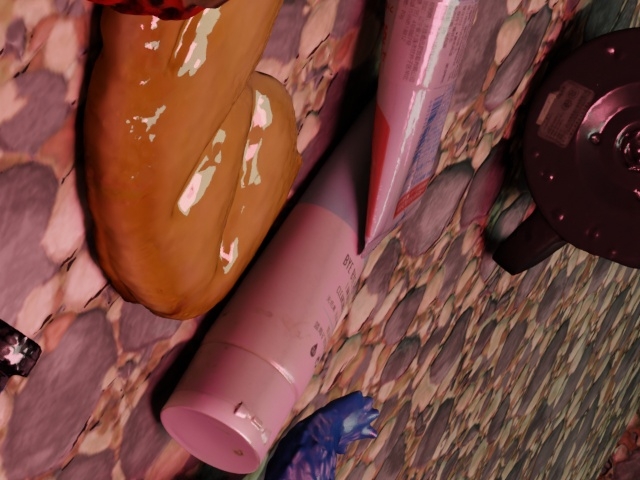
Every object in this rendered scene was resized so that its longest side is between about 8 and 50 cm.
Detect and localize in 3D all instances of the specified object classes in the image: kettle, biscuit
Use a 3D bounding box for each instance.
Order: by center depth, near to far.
[{"bbox_3d":[-0.058,-0.071,0.794,0.154,0.045,0.299,-49,156,-32],"label":"biscuit"},{"bbox_3d":[0.292,-0.060,1.483,0.271,0.207,0.250,-8,117,-76],"label":"kettle"}]

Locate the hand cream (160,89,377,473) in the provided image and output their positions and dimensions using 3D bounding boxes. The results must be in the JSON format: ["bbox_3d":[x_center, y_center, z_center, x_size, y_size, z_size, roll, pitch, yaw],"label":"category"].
[{"bbox_3d":[0.000,0.000,1.036,0.111,0.070,0.312,86,28,-53],"label":"hand cream"}]

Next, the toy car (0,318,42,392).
[{"bbox_3d":[-0.170,0.040,0.607,0.080,0.070,0.170,-59,162,-12],"label":"toy car"}]

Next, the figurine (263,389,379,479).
[{"bbox_3d":[-0.045,0.211,1.056,0.262,0.121,0.164,-23,157,-48],"label":"figurine"}]

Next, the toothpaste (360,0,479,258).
[{"bbox_3d":[0.062,-0.105,0.995,0.089,0.057,0.234,-38,141,-55],"label":"toothpaste"}]

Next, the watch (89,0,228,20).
[{"bbox_3d":[-0.032,-0.189,0.489,0.102,0.165,0.268,-43,175,-44],"label":"watch"}]
